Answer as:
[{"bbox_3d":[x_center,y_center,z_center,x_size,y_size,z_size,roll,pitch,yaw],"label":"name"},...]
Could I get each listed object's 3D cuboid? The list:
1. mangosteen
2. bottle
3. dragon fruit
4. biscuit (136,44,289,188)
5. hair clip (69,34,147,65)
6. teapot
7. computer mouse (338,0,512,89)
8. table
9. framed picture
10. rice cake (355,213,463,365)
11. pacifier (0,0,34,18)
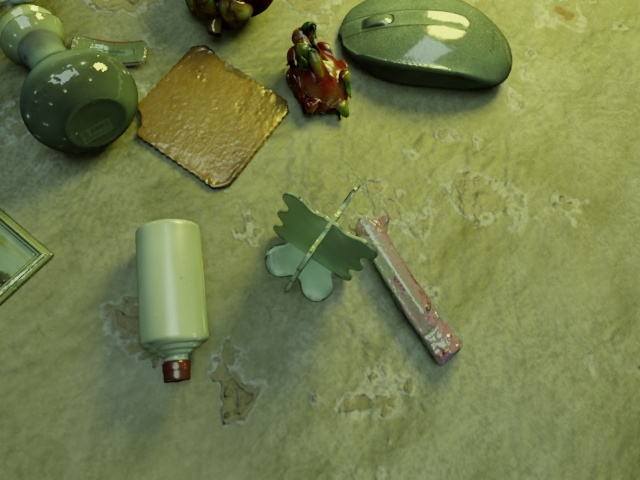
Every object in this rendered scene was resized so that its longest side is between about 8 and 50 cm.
[{"bbox_3d":[-0.175,-0.487,0.944,0.199,0.200,0.200,3,72,-10],"label":"mangosteen"},{"bbox_3d":[-0.231,0.096,0.777,0.104,0.104,0.245,-6,74,-12],"label":"bottle"},{"bbox_3d":[-0.013,-0.323,0.954,0.142,0.175,0.138,9,57,24],"label":"dragon fruit"},{"bbox_3d":[-0.208,-0.236,0.932,0.232,0.013,0.237,34,69,1],"label":"biscuit"},{"bbox_3d":[-0.393,-0.354,0.929,0.137,0.022,0.054,1,73,-7],"label":"hair clip"},{"bbox_3d":[-0.431,-0.275,0.830,0.183,0.183,0.251,-34,70,-18],"label":"teapot"},{"bbox_3d":[0.227,-0.415,1.015,0.373,0.114,0.203,6,73,-8],"label":"computer mouse"},{"bbox_3d":[0.000,0.000,0.798,0.166,0.198,0.167,3,73,-10],"label":"table"},{"bbox_3d":[-0.600,0.011,0.780,0.274,0.017,0.217,38,70,3],"label":"framed picture"},{"bbox_3d":[0.159,0.079,0.881,0.081,0.051,0.290,-27,80,-17],"label":"rice cake"},{"bbox_3d":[-0.603,-0.481,0.826,0.278,0.207,0.228,4,51,6],"label":"pacifier"}]
